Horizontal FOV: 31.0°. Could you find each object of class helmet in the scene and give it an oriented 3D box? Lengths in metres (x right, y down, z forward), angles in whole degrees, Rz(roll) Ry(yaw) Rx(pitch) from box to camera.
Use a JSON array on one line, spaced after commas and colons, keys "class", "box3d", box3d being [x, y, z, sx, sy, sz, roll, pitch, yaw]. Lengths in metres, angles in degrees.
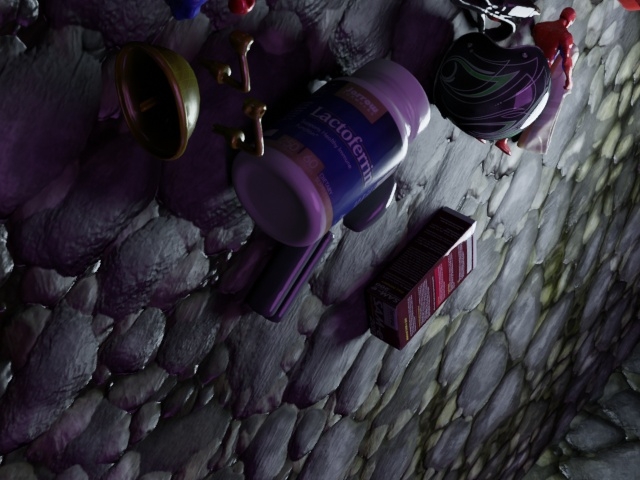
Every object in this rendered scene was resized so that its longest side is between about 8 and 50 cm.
[{"class": "helmet", "box3d": [0.280, -0.241, 1.833, 0.169, 0.162, 0.169, -39, 145, -35]}]

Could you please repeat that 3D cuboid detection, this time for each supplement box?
[{"class": "supplement box", "box3d": [0.182, 0.066, 2.051, 0.239, 0.073, 0.130, -45, 147, -28]}]

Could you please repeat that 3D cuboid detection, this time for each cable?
[{"class": "cable", "box3d": [0.254, -0.377, 1.790, 0.287, 0.072, 0.139, 0, 148, -49]}]

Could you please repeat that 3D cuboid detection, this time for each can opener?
[{"class": "can opener", "box3d": [0.000, 0.000, 1.688, 0.280, 0.093, 0.074, -54, 152, -3]}]

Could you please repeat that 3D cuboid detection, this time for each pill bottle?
[{"class": "pill bottle", "box3d": [0.020, -0.123, 1.532, 0.265, 0.153, 0.153, -43, 147, -32]}]

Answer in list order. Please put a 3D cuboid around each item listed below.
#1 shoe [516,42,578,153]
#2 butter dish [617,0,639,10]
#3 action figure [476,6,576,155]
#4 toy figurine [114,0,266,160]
[{"class": "shoe", "box3d": [0.440, -0.265, 2.170, 0.076, 0.058, 0.219, -19, 134, -66]}, {"class": "butter dish", "box3d": [0.581, -0.499, 2.151, 0.160, 0.118, 0.160, -45, 104, -28]}, {"class": "action figure", "box3d": [0.387, -0.278, 2.054, 0.139, 0.091, 0.280, 27, 93, -55]}, {"class": "toy figurine", "box3d": [-0.111, -0.282, 1.132, 0.217, 0.191, 0.362, -52, 138, -48]}]
